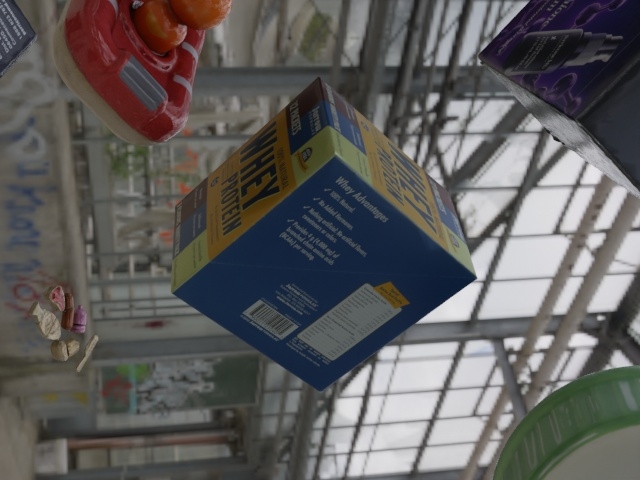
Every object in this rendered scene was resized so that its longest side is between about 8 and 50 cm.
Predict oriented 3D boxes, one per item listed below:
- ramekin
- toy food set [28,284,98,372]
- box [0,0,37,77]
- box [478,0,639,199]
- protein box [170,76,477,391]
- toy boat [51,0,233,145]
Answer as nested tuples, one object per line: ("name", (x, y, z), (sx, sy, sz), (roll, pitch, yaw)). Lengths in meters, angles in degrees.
("ramekin", (0.294, 0.268, 0.811), (0.148, 0.304, 0.303), (-9, 97, -77))
("toy food set", (-0.310, 0.099, 1.127), (0.122, 0.019, 0.078), (72, 30, -41))
("box", (-0.263, -0.089, 0.486), (0.093, 0.156, 0.158), (64, 32, -36))
("box", (0.232, -0.134, 0.690), (0.153, 0.108, 0.207), (-46, -158, 9))
("protein box", (0.000, 0.000, 0.889), (0.201, 0.200, 0.136), (-39, -148, 21))
("toy boat", (-0.149, -0.211, 0.899), (0.151, 0.151, 0.231), (48, 28, -36))
